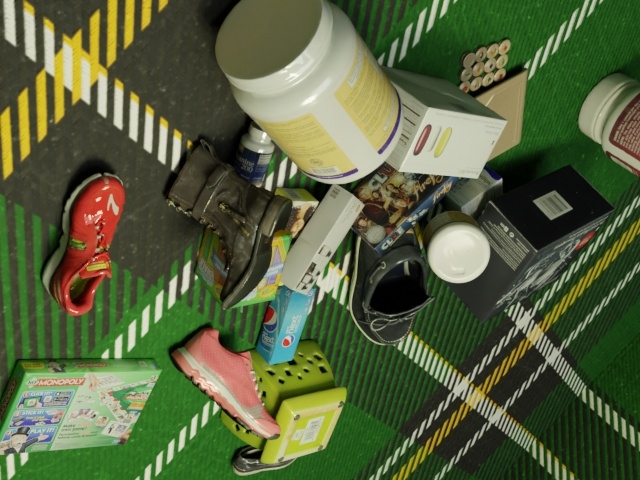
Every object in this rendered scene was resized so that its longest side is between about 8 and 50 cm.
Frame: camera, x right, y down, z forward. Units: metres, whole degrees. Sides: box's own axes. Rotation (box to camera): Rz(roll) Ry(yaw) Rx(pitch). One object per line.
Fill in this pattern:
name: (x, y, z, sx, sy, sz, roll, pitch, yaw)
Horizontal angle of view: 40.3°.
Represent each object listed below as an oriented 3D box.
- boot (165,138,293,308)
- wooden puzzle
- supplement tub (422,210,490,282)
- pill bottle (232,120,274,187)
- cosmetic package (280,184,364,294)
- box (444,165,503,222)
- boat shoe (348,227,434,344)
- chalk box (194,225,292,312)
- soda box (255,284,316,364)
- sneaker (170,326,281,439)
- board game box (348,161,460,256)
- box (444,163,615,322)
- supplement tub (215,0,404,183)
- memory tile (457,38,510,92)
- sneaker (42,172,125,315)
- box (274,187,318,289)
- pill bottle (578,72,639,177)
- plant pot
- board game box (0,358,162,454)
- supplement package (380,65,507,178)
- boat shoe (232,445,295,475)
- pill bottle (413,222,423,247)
boot: (-0.192, -0.030, 1.632, 0.263, 0.229, 0.091, -64, 166, 9)
wooden puzzle: (0.404, -0.281, 2.096, 0.238, 0.044, 0.221, -34, 142, -23)
supplement tub: (0.319, 0.010, 2.072, 0.144, 0.144, 0.200, -55, -175, 12)
pill bottle: (-0.128, -0.166, 1.683, 0.067, 0.067, 0.120, -5, 126, -40)
cosmetic package: (0.000, 0.000, 1.879, 0.239, 0.060, 0.099, -57, 162, 1)
box: (0.392, -0.100, 2.218, 0.137, 0.072, 0.126, -34, 142, -13)
boat shoe: (0.174, 0.132, 2.123, 0.186, 0.156, 0.500, -19, 144, -11)
chalk box: (-0.166, 0.050, 1.790, 0.132, 0.132, 0.213, -8, 128, -39)
soda box: (-0.083, 0.184, 2.035, 0.071, 0.067, 0.210, -6, 124, -39)
sneaker: (-0.181, 0.319, 1.944, 0.314, 0.116, 0.136, 46, 75, -15)
board game box: (0.166, -0.101, 1.934, 0.243, 0.165, 0.042, -44, 142, -3)
box: (0.538, 0.007, 2.278, 0.343, 0.179, 0.312, -23, 154, -35)
supplement tub: (-0.014, -0.275, 1.550, 0.241, 0.241, 0.331, -46, 142, 0)
memory tile: (0.372, -0.394, 1.984, 0.148, 0.012, 0.113, -23, 137, -26)
sneaker: (-0.401, 0.013, 1.550, 0.107, 0.118, 0.279, 0, 123, -43)
box: (-0.090, 0.000, 1.876, 0.087, 0.058, 0.232, -2, 126, -42)
pill bottle: (0.879, -0.265, 2.259, 0.224, 0.392, 0.224, -25, 138, -25)
plant pot: (-0.078, 0.400, 2.126, 0.227, 0.207, 0.228, -4, 125, -40)
board game box: (-0.507, 0.341, 1.808, 0.317, 0.046, 0.214, 8, 117, -46)
supplement package: (0.216, -0.245, 1.818, 0.261, 0.204, 0.145, 0, 124, -43)
boat shoe: (-0.136, 0.568, 2.330, 0.206, 0.075, 0.065, -11, 134, -30)
pill bottle: (0.215, -0.018, 2.135, 0.065, 0.065, 0.116, -39, 142, -8)
